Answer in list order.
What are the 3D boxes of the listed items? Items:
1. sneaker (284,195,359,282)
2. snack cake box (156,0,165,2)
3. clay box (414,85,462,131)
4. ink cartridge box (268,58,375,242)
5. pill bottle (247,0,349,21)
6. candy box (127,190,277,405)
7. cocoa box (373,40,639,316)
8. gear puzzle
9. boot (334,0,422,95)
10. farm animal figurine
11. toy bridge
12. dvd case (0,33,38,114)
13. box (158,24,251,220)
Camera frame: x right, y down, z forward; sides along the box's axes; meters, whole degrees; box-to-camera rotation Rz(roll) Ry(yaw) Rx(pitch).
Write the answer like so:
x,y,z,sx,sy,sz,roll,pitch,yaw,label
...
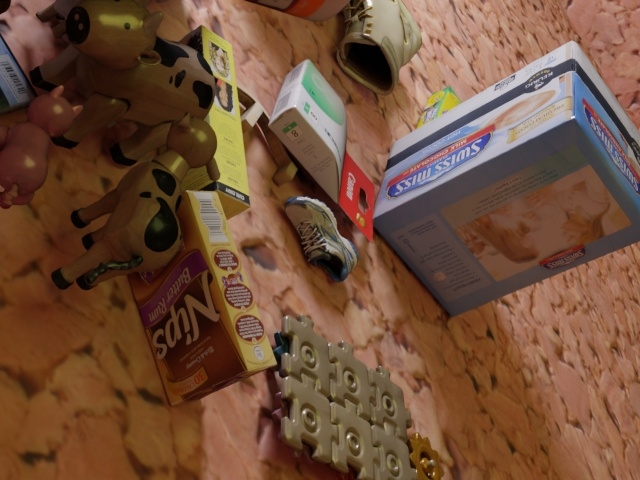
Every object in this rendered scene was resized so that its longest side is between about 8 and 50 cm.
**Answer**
x,y,z,sx,sy,sz,roll,pitch,yaw,label
0.000,0.000,1.178,0.135,0.052,0.058,48,39,-21,sneaker
-0.167,-0.373,1.057,0.264,0.089,0.152,-102,171,-69,snack cake box
0.239,-0.192,1.665,0.127,0.053,0.222,51,34,-18,clay box
0.025,-0.129,1.282,0.224,0.056,0.181,46,24,-20,ink cartridge box
-0.143,-0.354,0.801,0.392,0.224,0.224,12,53,-21,pill bottle
-0.125,0.057,0.898,0.053,0.109,0.186,-5,70,-57,candy box
0.288,-0.083,1.371,0.231,0.347,0.228,48,35,-22,cocoa box
0.050,0.224,1.094,0.339,0.044,0.175,37,38,-39,gear puzzle
0.063,-0.381,1.523,0.262,0.095,0.203,54,34,-19,boot
-0.186,-0.140,0.850,0.330,0.172,0.327,62,18,-2,farm animal figurine
-0.094,-0.160,1.186,0.188,0.026,0.063,51,31,-18,toy bridge
-0.351,-0.178,0.770,0.180,0.022,0.253,60,18,-8,dvd case
-0.139,-0.128,1.043,0.058,0.087,0.232,25,46,-47,box
